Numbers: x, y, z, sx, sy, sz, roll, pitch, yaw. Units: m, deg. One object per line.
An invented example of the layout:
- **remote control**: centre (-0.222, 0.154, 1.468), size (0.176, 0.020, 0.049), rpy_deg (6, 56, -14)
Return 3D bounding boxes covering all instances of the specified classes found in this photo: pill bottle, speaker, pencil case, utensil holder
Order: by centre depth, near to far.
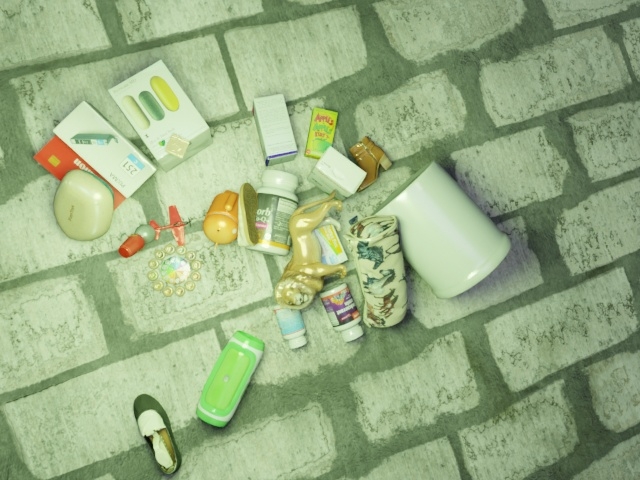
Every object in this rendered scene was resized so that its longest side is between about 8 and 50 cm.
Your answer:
- **speaker**: centre (-0.301, 0.461, 1.537), size (0.131, 0.131, 0.297), rpy_deg (27, 81, -8)
- **pencil case**: centre (0.194, 0.113, 1.553), size (0.183, 0.160, 0.410), rpy_deg (-15, 120, -3)
- **pill bottle**: centre (-0.164, -0.093, 1.585), size (0.162, 0.162, 0.279), rpy_deg (11, 84, -10)
- **pill bottle**: centre (-0.103, 0.293, 1.606), size (0.087, 0.087, 0.160), rpy_deg (-18, 89, -11)
- **utensil holder**: centre (0.411, -0.040, 1.611), size (0.327, 0.327, 0.385), rpy_deg (-44, 92, -11)
- **pill bottle**: centre (0.080, 0.257, 1.632), size (0.108, 0.108, 0.194), rpy_deg (-24, 91, -11)

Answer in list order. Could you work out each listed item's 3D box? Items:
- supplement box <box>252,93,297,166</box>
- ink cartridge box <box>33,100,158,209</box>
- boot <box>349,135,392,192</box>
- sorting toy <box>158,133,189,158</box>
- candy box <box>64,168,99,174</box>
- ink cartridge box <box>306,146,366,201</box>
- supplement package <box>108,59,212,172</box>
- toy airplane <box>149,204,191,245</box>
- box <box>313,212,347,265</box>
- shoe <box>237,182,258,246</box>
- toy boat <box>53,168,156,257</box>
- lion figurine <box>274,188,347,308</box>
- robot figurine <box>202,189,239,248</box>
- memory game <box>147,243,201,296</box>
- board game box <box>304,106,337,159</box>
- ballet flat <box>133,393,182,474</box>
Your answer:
- **supplement box**: centre (-0.166, -0.393, 1.633), size (0.113, 0.111, 0.220), rpy_deg (-15, 89, -12)
- **ink cartridge box**: centre (-0.731, -0.249, 1.478), size (0.261, 0.066, 0.296), rpy_deg (-43, 108, 3)
- **boot**: centre (0.159, -0.285, 1.709), size (0.152, 0.073, 0.197), rpy_deg (46, 67, -6)
- **sorting toy**: centre (-0.459, -0.299, 1.420), size (0.083, 0.012, 0.062), rpy_deg (25, 89, -14)
- **candy box**: centre (-0.756, -0.271, 1.543), size (0.186, 0.053, 0.109), rpy_deg (0, 87, -9)
- **ink cartridge box**: centre (0.052, -0.225, 1.606), size (0.160, 0.219, 0.093), rpy_deg (35, 81, -7)
- **supplement package**: centre (-0.522, -0.404, 1.521), size (0.199, 0.198, 0.263), rpy_deg (-35, 93, -10)
- **toy airplane**: centre (-0.524, -0.050, 1.580), size (0.151, 0.028, 0.151), rpy_deg (1, 82, -8)
- **box**: centre (0.000, 0.000, 1.638), size (0.114, 0.103, 0.203), rpy_deg (-24, 91, -10)
- **shoe**: centre (-0.247, -0.084, 1.494), size (0.058, 0.076, 0.219), rpy_deg (-16, 70, 32)
- **toy boat**: centre (-0.695, -0.073, 1.472), size (0.318, 0.267, 0.148), rpy_deg (37, 35, -7)
- **lion figurine**: centre (-0.041, 0.028, 1.517), size (0.240, 0.142, 0.392), rpy_deg (-3, 83, -4)
- **robot figurine**: centre (-0.322, -0.074, 1.547), size (0.158, 0.219, 0.128), rpy_deg (-20, 127, 26)
- **memory game**: centre (-0.505, 0.105, 1.582), size (0.186, 0.012, 0.186), rpy_deg (1, 85, -11)
- **board game box**: centre (0.001, -0.394, 1.699), size (0.092, 0.043, 0.181), rpy_deg (11, 84, -9)
- **ballet flat**: centre (-0.532, 0.636, 1.495), size (0.095, 0.096, 0.280), rpy_deg (-28, 91, -11)
